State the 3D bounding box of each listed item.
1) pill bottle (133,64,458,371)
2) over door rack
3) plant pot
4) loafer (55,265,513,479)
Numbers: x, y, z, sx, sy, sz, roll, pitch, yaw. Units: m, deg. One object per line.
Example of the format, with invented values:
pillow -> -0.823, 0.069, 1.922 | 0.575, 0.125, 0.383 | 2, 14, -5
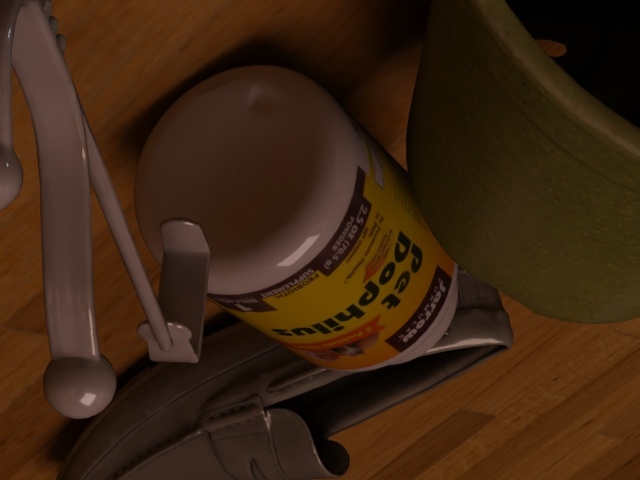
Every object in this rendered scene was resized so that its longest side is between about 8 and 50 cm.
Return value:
pill bottle -> 0.000, 0.000, 0.827 | 0.117, 0.117, 0.215 | -34, 151, 11
over door rack -> -0.174, 0.008, 0.527 | 0.239, 0.108, 0.324 | 3, 167, 5
plant pot -> 0.153, -0.086, 0.706 | 0.276, 0.276, 0.254 | -18, 161, -18
loafer -> -0.027, 0.105, 0.979 | 0.319, 0.111, 0.112 | -35, 150, 13
